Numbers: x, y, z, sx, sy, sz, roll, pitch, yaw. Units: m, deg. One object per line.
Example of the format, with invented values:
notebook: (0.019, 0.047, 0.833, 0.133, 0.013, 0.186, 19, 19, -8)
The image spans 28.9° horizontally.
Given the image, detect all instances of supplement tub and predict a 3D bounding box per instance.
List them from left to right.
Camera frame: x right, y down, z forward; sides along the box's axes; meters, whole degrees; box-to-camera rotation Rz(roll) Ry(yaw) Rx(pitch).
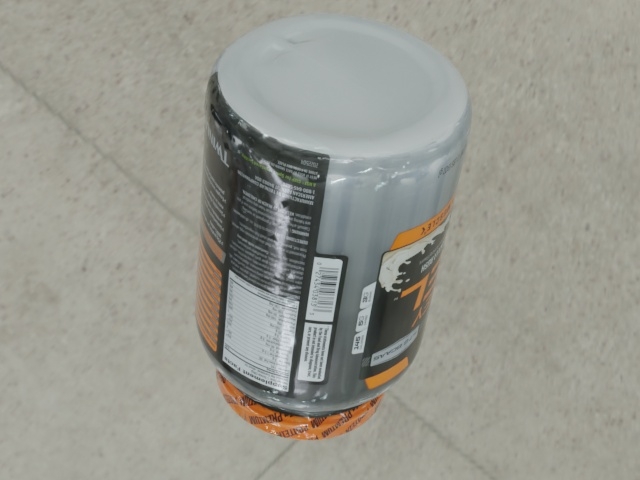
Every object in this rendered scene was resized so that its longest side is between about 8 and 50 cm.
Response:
supplement tub: (0.000, 0.000, 0.588, 0.117, 0.117, 0.190, 15, 133, 8)
